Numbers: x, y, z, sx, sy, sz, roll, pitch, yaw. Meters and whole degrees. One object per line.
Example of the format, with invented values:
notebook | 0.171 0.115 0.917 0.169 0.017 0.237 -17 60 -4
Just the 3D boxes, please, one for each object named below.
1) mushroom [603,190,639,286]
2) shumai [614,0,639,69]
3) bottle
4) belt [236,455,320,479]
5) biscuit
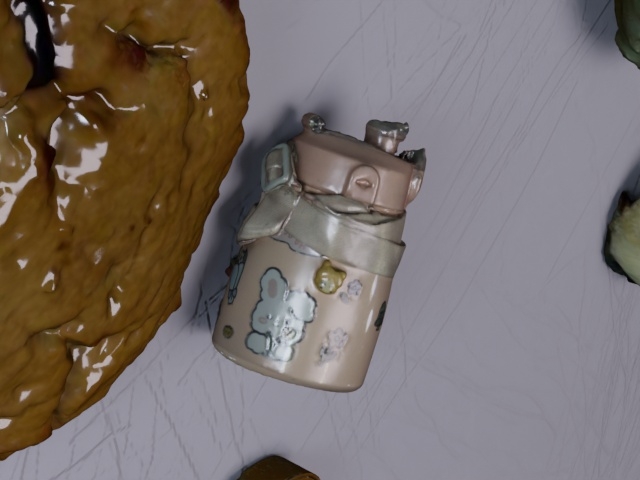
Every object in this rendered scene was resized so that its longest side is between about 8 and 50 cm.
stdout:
mushroom | 0.401 -0.074 1.285 0.344 0.130 0.247 -42 149 -30
shumai | 0.396 -0.251 0.947 0.324 0.323 0.397 15 102 -57
bottle | 0.000 0.000 0.798 0.099 0.099 0.152 6 103 -57
belt | -0.038 0.174 0.933 0.083 0.036 0.059 -37 135 -35
biscuit | -0.133 -0.017 0.595 0.296 0.075 0.296 -34 139 -35
